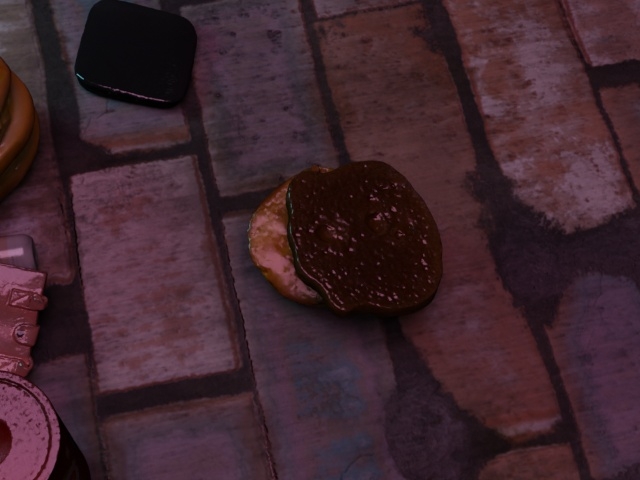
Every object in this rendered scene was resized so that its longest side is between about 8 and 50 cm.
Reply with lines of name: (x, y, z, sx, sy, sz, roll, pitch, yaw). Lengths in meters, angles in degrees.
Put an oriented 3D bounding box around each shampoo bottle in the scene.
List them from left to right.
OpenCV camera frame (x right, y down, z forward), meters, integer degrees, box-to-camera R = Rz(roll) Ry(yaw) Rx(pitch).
shampoo bottle: (-0.572, 0.036, 1.830, 0.192, 0.074, 0.074, -8, 68, -9)

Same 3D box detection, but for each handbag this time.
handbag: (-0.527, 0.141, 1.762, 0.157, 0.059, 0.213, 12, 81, -11)

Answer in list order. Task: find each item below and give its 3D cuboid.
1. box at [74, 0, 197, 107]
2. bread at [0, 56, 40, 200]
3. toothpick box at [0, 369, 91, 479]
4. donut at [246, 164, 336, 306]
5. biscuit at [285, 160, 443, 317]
box: (-0.338, -0.345, 2.027, 0.212, 0.042, 0.201, 11, 67, -1)
bread: (-0.593, -0.161, 1.819, 0.211, 0.270, 0.316, 34, 71, -7)
toothpick box: (-0.449, 0.327, 1.576, 0.204, 0.333, 0.204, 1, 66, -3)
donut: (0.001, -0.002, 1.867, 0.253, 0.118, 0.254, 3, 66, -6)
biscuit: (0.072, 0.000, 1.790, 0.257, 0.049, 0.273, -10, 67, -18)
